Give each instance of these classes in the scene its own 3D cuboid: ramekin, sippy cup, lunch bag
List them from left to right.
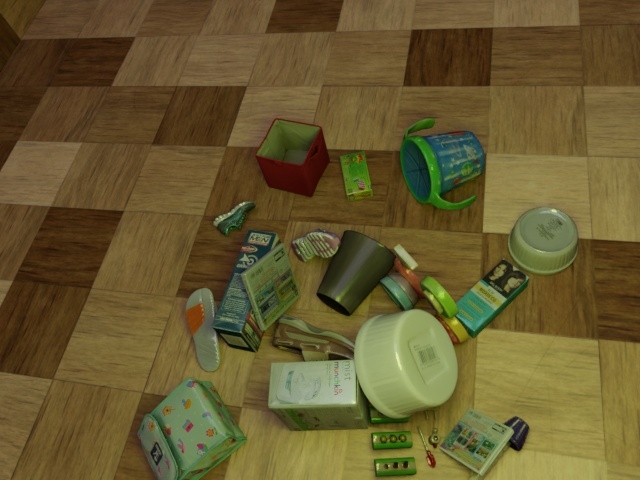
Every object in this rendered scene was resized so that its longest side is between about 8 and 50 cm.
[{"bbox_3d":[-0.383,0.557,1.600,0.262,0.160,0.223,-40,62,0],"label":"lunch bag"},{"bbox_3d":[0.231,0.311,1.463,0.135,0.277,0.277,-27,46,43],"label":"ramekin"},{"bbox_3d":[0.418,-0.263,1.904,0.224,0.305,0.240,-17,12,-11],"label":"sippy cup"},{"bbox_3d":[0.689,-0.007,1.743,0.207,0.109,0.207,-6,58,9],"label":"ramekin"}]

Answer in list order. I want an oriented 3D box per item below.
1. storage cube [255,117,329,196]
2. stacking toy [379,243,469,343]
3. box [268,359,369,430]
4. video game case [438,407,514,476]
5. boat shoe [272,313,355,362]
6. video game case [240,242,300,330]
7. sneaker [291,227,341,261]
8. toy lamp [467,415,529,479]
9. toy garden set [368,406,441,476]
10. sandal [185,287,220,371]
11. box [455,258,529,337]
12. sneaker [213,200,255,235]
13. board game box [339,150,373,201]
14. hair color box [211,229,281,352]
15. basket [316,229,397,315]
[{"bbox_3d":[-0.094,-0.296,2.037,0.215,0.193,0.183,15,63,19],"label":"storage cube"},{"bbox_3d":[0.269,0.181,1.624,0.130,0.279,0.309,-39,58,-5],"label":"stacking toy"},{"bbox_3d":[0.004,0.428,1.531,0.231,0.262,0.126,-6,58,10],"label":"box"},{"bbox_3d":[0.405,0.523,1.480,0.143,0.019,0.157,-46,24,-16],"label":"video game case"},{"bbox_3d":[-0.003,0.328,1.688,0.324,0.123,0.116,16,67,31],"label":"boat shoe"},{"bbox_3d":[-0.148,0.139,1.739,0.023,0.193,0.212,-4,23,33],"label":"video game case"},{"bbox_3d":[0.000,0.000,1.847,0.104,0.236,0.095,-36,102,-30],"label":"sneaker"},{"bbox_3d":[0.439,0.573,1.460,0.080,0.080,0.274,37,75,28],"label":"toy lamp"},{"bbox_3d":[0.239,0.501,1.531,0.204,0.049,0.244,0,60,-9],"label":"toy garden set"},{"bbox_3d":[-0.364,0.287,1.814,0.102,0.076,0.265,-14,78,14],"label":"sandal"},{"bbox_3d":[0.506,0.172,1.700,0.244,0.060,0.100,-41,60,-13],"label":"box"},{"bbox_3d":[-0.298,-0.077,2.034,0.166,0.065,0.076,-33,74,-5],"label":"sneaker"},{"bbox_3d":[0.129,-0.233,2.038,0.092,0.043,0.181,-11,58,5],"label":"board game box"},{"bbox_3d":[-0.214,0.158,1.794,0.105,0.174,0.347,8,61,16],"label":"hair color box"},{"bbox_3d":[0.099,0.108,1.778,0.204,0.154,0.227,26,71,27],"label":"basket"}]
